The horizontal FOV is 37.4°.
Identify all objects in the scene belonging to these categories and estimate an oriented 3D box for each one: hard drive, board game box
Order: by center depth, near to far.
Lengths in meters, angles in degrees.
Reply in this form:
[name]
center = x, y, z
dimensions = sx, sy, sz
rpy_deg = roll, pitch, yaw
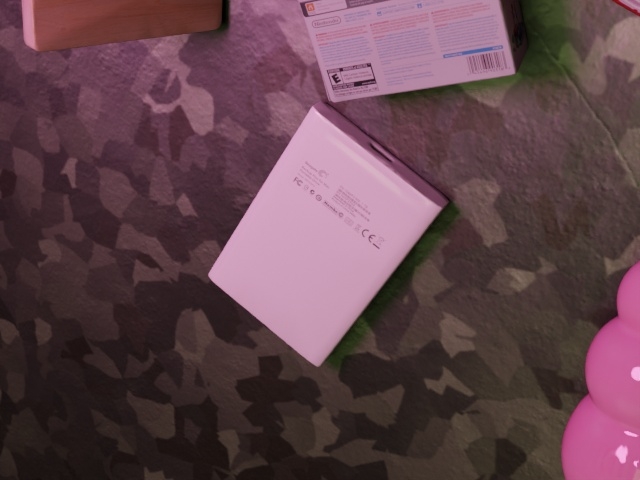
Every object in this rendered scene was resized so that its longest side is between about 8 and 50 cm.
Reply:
[board game box]
center = 0.077, -0.314, 0.992
dimensions = 0.224, 0.097, 0.303
rpy_deg = -4, 120, 27
[hard drive]
center = 0.000, 0.000, 1.230
dimensions = 0.203, 0.040, 0.308
rpy_deg = 39, 124, 6

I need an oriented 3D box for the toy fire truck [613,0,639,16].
[toy fire truck]
center = 0.329, -0.314, 0.866
dimensions = 0.302, 0.169, 0.254
rpy_deg = 32, 141, 11

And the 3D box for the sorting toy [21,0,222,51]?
[sorting toy]
center = -0.236, -0.363, 1.071
dimensions = 0.089, 0.257, 0.256
rpy_deg = 26, 122, 39

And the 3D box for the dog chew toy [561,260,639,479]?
[dog chew toy]
center = 0.377, 0.165, 1.028
dimensions = 0.206, 0.206, 0.332
rpy_deg = 10, 108, 23
